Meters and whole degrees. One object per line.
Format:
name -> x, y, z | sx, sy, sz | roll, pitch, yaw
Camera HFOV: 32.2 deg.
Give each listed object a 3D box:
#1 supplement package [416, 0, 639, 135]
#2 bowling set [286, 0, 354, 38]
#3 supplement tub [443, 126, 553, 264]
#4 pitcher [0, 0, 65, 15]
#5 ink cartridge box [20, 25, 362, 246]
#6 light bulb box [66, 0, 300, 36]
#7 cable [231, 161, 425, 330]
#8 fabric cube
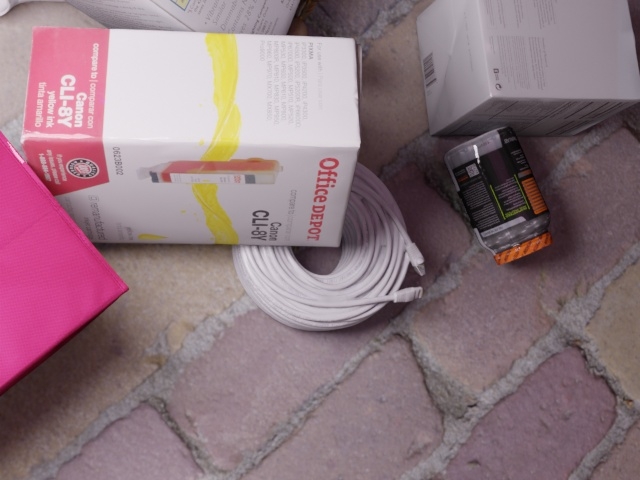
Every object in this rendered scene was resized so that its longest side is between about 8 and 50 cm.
supplement package -> 0.313, -0.278, 1.691 | 0.263, 0.198, 0.199 | -2, 79, -21
bowling set -> -0.004, -0.233, 1.582 | 0.200, 0.154, 0.287 | 32, 70, -12
supplement tub -> 0.272, -0.066, 1.676 | 0.117, 0.117, 0.190 | -21, 87, -24
pitcher -> -0.346, -0.375, 1.467 | 0.207, 0.178, 0.125 | -26, 102, -23
ink cartridge box -> -0.150, -0.118, 1.373 | 0.385, 0.279, 0.160 | 1, 64, -5
light bulb box -> -0.179, -0.436, 1.375 | 0.361, 0.225, 0.358 | 30, 79, -54
cable -> 0.000, 0.000, 1.572 | 0.257, 0.089, 0.257 | -18, 85, -23
fabric cube -> -0.423, 0.060, 1.306 | 0.258, 0.254, 0.259 | -40, 94, -25
